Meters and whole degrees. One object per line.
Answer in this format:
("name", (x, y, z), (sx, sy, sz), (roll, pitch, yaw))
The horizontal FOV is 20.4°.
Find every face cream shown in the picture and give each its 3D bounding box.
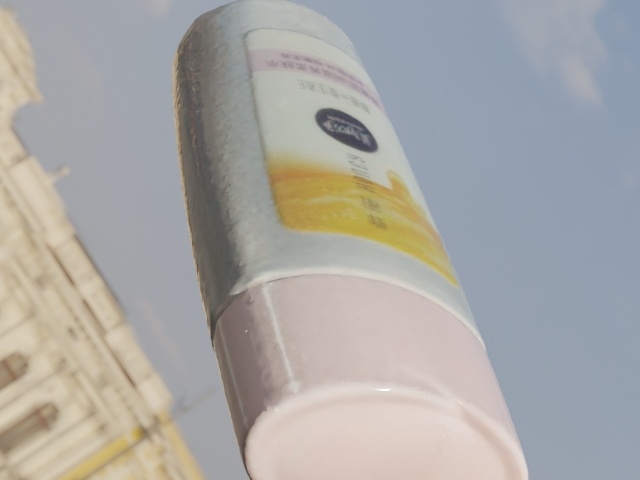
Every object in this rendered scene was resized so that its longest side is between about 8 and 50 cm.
("face cream", (0.000, 0.000, 0.515), (0.084, 0.057, 0.198), (20, 28, -26))
